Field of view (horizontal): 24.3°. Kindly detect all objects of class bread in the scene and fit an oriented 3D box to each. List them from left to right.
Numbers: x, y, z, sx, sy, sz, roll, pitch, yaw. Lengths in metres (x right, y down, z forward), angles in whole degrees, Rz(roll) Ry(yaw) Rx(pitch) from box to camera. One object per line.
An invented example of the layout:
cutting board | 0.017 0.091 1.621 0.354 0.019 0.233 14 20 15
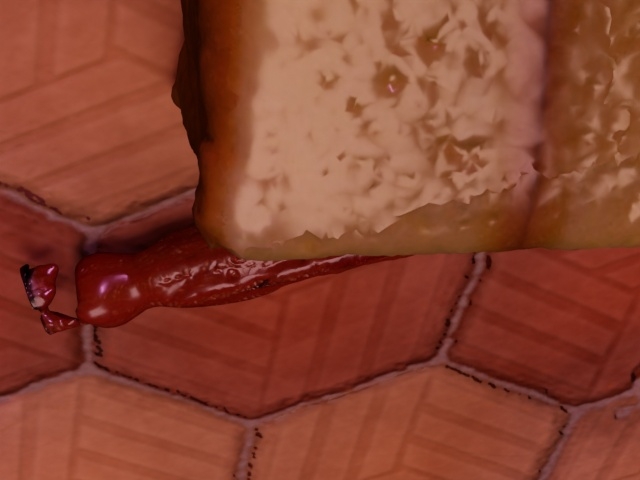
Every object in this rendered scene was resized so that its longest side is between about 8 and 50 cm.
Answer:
bread | 0.058 -0.189 0.598 0.233 0.245 0.361 -2 114 -8

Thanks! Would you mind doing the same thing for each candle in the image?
candle | 0.000 0.000 0.832 0.329 0.048 0.051 -13 180 2
